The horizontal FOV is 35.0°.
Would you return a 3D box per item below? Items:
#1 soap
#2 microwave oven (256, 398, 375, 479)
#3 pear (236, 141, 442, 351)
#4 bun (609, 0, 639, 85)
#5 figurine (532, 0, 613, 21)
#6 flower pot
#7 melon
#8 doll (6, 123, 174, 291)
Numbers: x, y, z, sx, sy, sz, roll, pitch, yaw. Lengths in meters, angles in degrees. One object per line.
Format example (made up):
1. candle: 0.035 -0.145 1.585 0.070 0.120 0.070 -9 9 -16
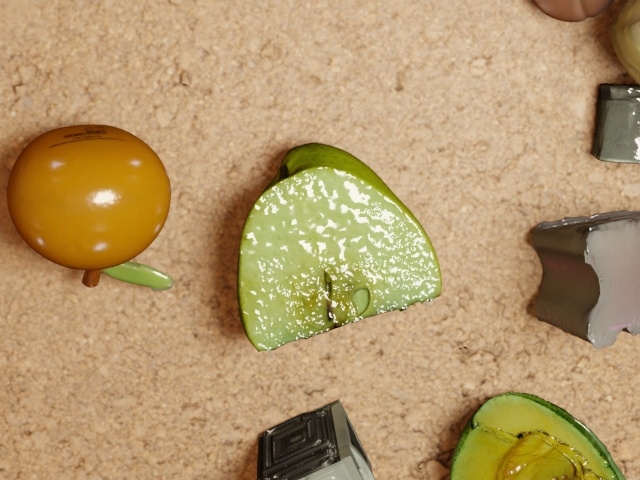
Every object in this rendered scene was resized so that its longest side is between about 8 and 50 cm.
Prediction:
1. soap: 0.431 0.042 1.343 0.258 0.302 0.159 -3 95 -2
2. microwave oven: -0.008 0.332 1.422 0.162 0.208 0.122 -24 102 3
3. pear: 0.000 0.000 1.380 0.292 0.159 0.292 -1 100 -6
4. bun: 0.548 -0.285 1.237 0.364 0.364 0.202 -31 99 4
5. figurine: 0.291 -0.489 1.264 0.276 0.248 0.388 -44 91 9
6. flower pot: 0.494 -0.160 1.393 0.229 0.103 0.108 0 101 -2
7. melon: 0.295 0.329 1.490 0.265 0.129 0.169 26 122 -11
8. doll: -0.301 -0.029 1.342 0.213 0.213 0.236 -1 114 -2
